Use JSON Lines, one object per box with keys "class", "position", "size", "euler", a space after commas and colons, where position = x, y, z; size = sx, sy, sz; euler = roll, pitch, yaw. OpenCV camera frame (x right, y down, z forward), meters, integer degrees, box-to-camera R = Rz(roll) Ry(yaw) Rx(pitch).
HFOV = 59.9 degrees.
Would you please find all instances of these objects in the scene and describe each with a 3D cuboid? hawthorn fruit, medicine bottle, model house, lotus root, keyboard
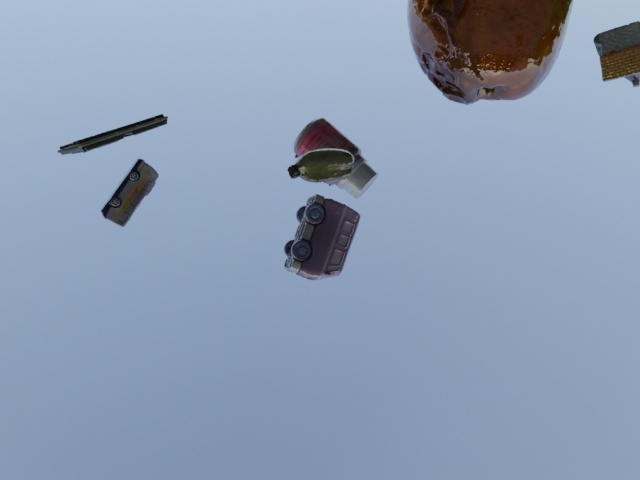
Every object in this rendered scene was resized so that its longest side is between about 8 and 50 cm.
{"class": "hawthorn fruit", "position": [0.456, -0.605, 1.544], "size": [0.473, 0.471, 0.471], "euler": [3, -123, -4]}
{"class": "medicine bottle", "position": [0.047, -0.239, 1.633], "size": [0.247, 0.147, 0.147], "euler": [41, -118, 7]}
{"class": "model house", "position": [0.601, -0.355, 1.101], "size": [0.088, 0.101, 0.100], "euler": [-11, -109, 34]}
{"class": "lotus root", "position": [0.000, -0.195, 1.445], "size": [0.183, 0.090, 0.077], "euler": [-9, -145, -15]}
{"class": "keyboard", "position": [-0.243, -0.127, 0.657], "size": [0.049, 0.015, 0.129], "euler": [2, -155, 36]}

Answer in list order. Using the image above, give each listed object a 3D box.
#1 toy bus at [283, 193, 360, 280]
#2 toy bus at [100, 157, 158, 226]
{"class": "toy bus", "position": [0.000, 0.000, 1.365], "size": [0.142, 0.142, 0.202], "euler": [21, -93, -13]}
{"class": "toy bus", "position": [-0.469, -0.118, 1.374], "size": [0.072, 0.057, 0.172], "euler": [35, -95, -22]}
